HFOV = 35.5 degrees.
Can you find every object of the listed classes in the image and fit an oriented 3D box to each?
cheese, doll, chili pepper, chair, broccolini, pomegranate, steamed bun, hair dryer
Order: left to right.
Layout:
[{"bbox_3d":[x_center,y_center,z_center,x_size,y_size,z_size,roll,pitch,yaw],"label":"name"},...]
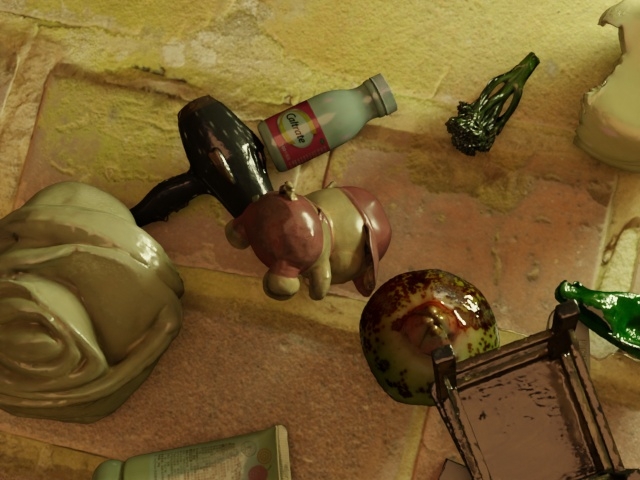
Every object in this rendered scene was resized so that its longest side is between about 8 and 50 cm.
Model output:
[{"bbox_3d":[-0.405,0.110,1.502,0.342,0.255,0.367,32,100,13],"label":"steamed bun"},{"bbox_3d":[-0.229,-0.035,1.618,0.360,0.120,0.303,-28,95,12],"label":"hair dryer"},{"bbox_3d":[-0.002,0.001,1.509,0.152,0.256,0.196,-24,77,46],"label":"doll"},{"bbox_3d":[0.157,0.137,1.463,0.214,0.248,0.214,-2,76,7],"label":"pomegranate"},{"bbox_3d":[0.280,-0.218,1.606,0.091,0.068,0.202,46,73,-3],"label":"broccolini"},{"bbox_3d":[0.279,0.258,1.363,0.203,0.416,0.240,-22,74,1],"label":"chair"},{"bbox_3d":[0.458,0.118,1.517,0.216,0.062,0.108,29,62,-1],"label":"chili pepper"},{"bbox_3d":[0.510,-0.235,1.539,0.233,0.127,0.266,24,84,8],"label":"cheese"}]

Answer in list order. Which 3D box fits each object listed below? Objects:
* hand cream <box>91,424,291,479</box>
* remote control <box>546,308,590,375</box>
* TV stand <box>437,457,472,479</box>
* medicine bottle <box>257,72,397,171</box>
[{"bbox_3d":[-0.197,0.372,1.544,0.306,0.093,0.147,-6,77,3],"label":"hand cream"},{"bbox_3d":[0.372,0.216,1.533,0.073,0.044,0.229,3,85,-18],"label":"remote control"},{"bbox_3d":[0.170,0.462,1.522,0.049,0.040,0.256,20,85,7],"label":"TV stand"},{"bbox_3d":[0.012,-0.192,1.598,0.217,0.090,0.090,-26,81,-1],"label":"medicine bottle"}]
